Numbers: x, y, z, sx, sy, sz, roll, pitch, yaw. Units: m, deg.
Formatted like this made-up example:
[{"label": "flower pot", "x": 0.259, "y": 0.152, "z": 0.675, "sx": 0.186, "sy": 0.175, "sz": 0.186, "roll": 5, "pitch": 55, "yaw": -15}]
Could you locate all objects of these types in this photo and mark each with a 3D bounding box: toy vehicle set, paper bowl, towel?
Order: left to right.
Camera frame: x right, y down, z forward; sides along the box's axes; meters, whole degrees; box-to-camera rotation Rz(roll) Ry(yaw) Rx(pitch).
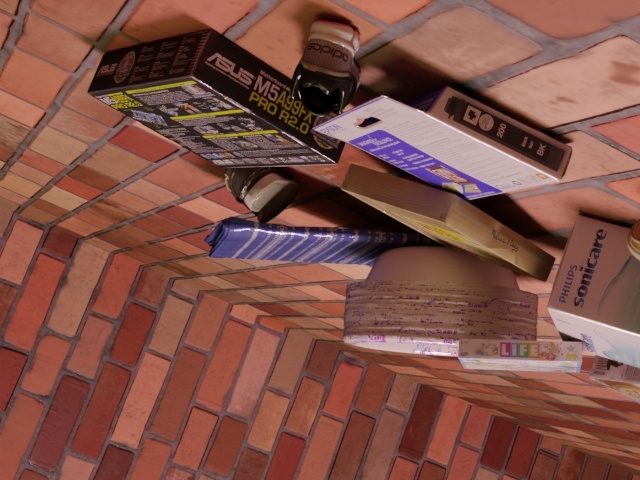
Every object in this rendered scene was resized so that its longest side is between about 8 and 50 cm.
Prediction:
[{"label": "towel", "x": 0.000, "y": 0.000, "z": 1.664, "sx": 0.336, "sy": 0.040, "sz": 0.243, "roll": 3, "pitch": 171, "yaw": -12}, {"label": "paper bowl", "x": 0.177, "y": 0.092, "z": 1.607, "sx": 0.284, "sy": 0.148, "sz": 0.284, "roll": 4, "pitch": 173, "yaw": 1}, {"label": "toy vehicle set", "x": 0.166, "y": -0.020, "z": 1.373, "sx": 0.166, "sy": 0.035, "sz": 0.267, "roll": 21, "pitch": 177, "yaw": 41}]

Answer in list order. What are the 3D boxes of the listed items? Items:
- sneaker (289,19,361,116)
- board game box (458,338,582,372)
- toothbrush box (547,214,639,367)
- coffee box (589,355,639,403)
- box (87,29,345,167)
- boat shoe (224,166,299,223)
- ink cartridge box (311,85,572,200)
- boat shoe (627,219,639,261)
[{"label": "sneaker", "x": 0.002, "y": -0.152, "z": 1.066, "sx": 0.063, "sy": 0.075, "sz": 0.170, "roll": 20, "pitch": 169, "yaw": 2}, {"label": "board game box", "x": 0.260, "y": 0.150, "z": 1.415, "sx": 0.154, "sy": 0.026, "sz": 0.103, "roll": 1, "pitch": 166, "yaw": 12}, {"label": "toothbrush box", "x": 0.438, "y": 0.093, "z": 1.304, "sx": 0.295, "sy": 0.126, "sz": 0.216, "roll": 16, "pitch": 169, "yaw": 23}, {"label": "coffee box", "x": 0.557, "y": 0.204, "z": 1.683, "sx": 0.141, "sy": 0.098, "sz": 0.246, "roll": 26, "pitch": 168, "yaw": -24}, {"label": "box", "x": -0.124, "y": -0.159, "z": 1.298, "sx": 0.216, "sy": 0.060, "sz": 0.270, "roll": 29, "pitch": 166, "yaw": -33}, {"label": "boat shoe", "x": -0.085, "y": -0.079, "z": 1.574, "sx": 0.068, "sy": 0.081, "sz": 0.228, "roll": 45, "pitch": 179, "yaw": 8}, {"label": "ink cartridge box", "x": 0.120, "y": -0.108, "z": 1.138, "sx": 0.208, "sy": 0.045, "sz": 0.206, "roll": 22, "pitch": 169, "yaw": -18}, {"label": "boat shoe", "x": 0.402, "y": -0.008, "z": 1.088, "sx": 0.190, "sy": 0.068, "sz": 0.072, "roll": 2, "pitch": 148, "yaw": 24}]
